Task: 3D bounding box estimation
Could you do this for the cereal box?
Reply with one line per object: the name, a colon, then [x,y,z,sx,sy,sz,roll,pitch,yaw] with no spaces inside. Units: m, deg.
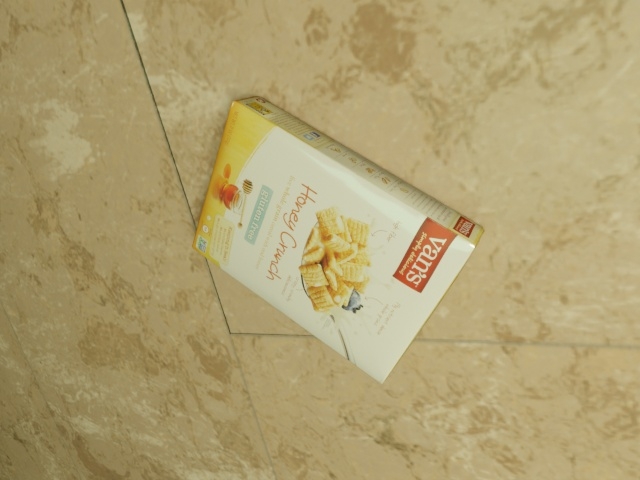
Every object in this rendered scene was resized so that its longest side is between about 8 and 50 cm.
cereal box: [0.000,0.000,0.447,0.240,0.047,0.173,33,123,14]
